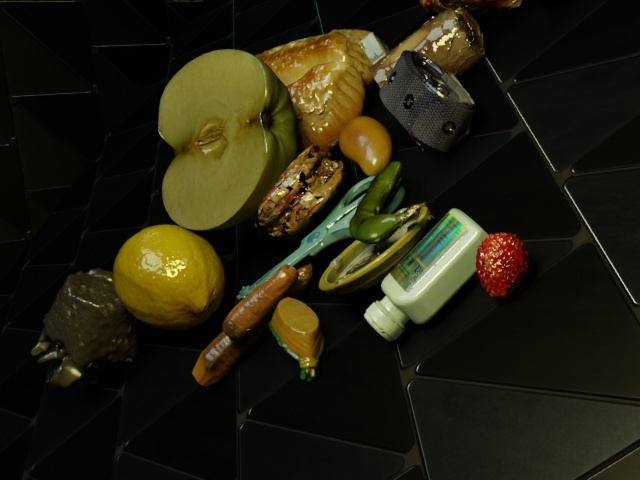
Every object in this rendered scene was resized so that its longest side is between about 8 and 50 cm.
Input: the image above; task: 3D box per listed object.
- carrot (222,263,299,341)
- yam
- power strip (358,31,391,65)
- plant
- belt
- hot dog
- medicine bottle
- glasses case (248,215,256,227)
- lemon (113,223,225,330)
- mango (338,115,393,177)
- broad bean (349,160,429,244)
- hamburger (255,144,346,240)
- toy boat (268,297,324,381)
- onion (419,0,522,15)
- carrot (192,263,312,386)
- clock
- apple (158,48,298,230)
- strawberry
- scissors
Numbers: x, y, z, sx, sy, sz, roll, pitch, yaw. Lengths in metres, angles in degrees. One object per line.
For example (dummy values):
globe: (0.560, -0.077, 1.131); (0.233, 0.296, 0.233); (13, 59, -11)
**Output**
carrot: (-0.110, 0.115, 1.760); (0.186, 0.060, 0.060); (-45, 27, 9)
yam: (0.220, -0.364, 1.921); (0.238, 0.129, 0.128); (-34, 45, 21)
power strip: (0.144, -0.392, 2.053); (0.042, 0.175, 0.075); (-36, 67, 17)
plant: (-0.532, 0.216, 2.175); (0.188, 0.199, 0.276); (42, 122, 33)
belt: (0.197, -0.259, 1.786); (0.126, 0.139, 0.230); (-59, 34, 24)
hot dog: (-0.024, -0.340, 2.194); (0.365, 0.196, 0.367); (-14, 49, 47)
medicine bottle: (0.169, 0.059, 1.489); (0.229, 0.083, 0.121); (-47, 25, 5)
glasses case: (-0.109, -0.084, 2.105); (0.193, 0.070, 0.102); (-16, 42, 47)
lemon: (-0.328, 0.079, 2.038); (0.263, 0.236, 0.236); (7, 54, 22)
mango: (0.096, -0.197, 1.934); (0.102, 0.085, 0.184); (-38, 32, 8)
broad bean: (0.109, -0.058, 1.644); (0.144, 0.049, 0.292); (-38, 16, 9)
hamburger: (-0.037, -0.087, 1.903); (0.231, 0.107, 0.231); (-53, -3, -4)
toy boat: (-0.046, 0.167, 1.689); (0.229, 0.089, 0.088); (-127, 41, -62)
onion: (0.335, -0.544, 1.936); (0.272, 0.195, 0.272); (-29, -16, -9)
carrot: (-0.127, 0.159, 1.822); (0.314, 0.066, 0.066); (-45, 27, 4)
clock: (0.102, 0.026, 1.626); (0.237, 0.057, 0.237); (-38, 9, 7)
apple: (-0.202, -0.208, 1.988); (0.360, 0.320, 0.312); (-12, 32, 41)
strawberry: (0.268, 0.038, 1.383); (0.083, 0.083, 0.096); (-8, 76, 52)
scissors: (0.000, 0.000, 1.810); (0.393, 0.032, 0.180); (-38, 22, 0)
